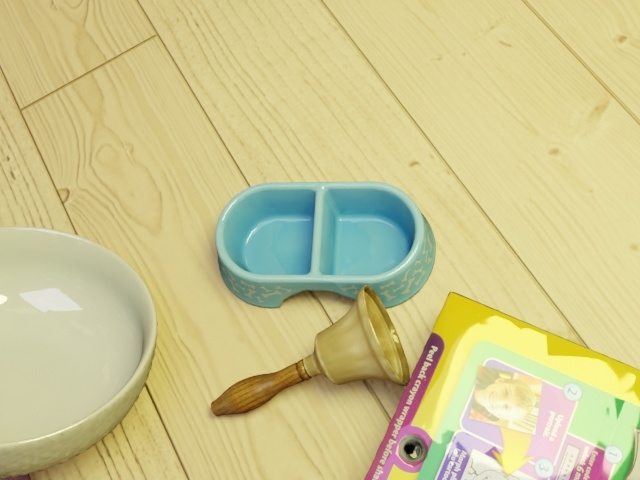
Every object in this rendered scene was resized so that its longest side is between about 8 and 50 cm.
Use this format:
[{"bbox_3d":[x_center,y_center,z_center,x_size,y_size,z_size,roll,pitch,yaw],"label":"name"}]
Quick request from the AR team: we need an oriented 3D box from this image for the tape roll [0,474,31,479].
[{"bbox_3d":[-0.491,0.351,0.829,0.274,0.090,0.275,-3,68,8],"label":"tape roll"}]

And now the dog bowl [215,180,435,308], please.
[{"bbox_3d":[0.000,0.000,0.904,0.297,0.074,0.166,0,68,9],"label":"dog bowl"}]

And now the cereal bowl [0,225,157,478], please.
[{"bbox_3d":[-0.369,0.140,0.831,0.338,0.141,0.339,9,40,-8],"label":"cereal bowl"}]

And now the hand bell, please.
[{"bbox_3d":[-0.027,0.159,0.841,0.242,0.126,0.126,-25,66,14],"label":"hand bell"}]

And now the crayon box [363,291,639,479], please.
[{"bbox_3d":[0.211,0.283,0.739,0.313,0.106,0.363,23,73,16],"label":"crayon box"}]
